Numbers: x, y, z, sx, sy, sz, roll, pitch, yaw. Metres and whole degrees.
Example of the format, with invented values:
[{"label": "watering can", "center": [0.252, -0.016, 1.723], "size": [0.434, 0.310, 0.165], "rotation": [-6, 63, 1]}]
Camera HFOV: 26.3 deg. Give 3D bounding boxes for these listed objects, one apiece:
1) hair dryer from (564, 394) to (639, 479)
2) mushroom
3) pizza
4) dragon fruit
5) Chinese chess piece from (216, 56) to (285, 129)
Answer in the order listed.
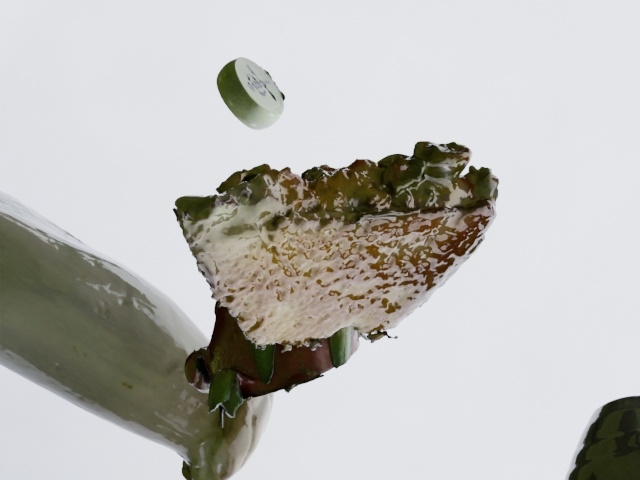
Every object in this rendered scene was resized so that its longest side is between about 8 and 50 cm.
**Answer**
[{"label": "hair dryer", "center": [0.292, 0.308, 0.956], "size": [0.121, 0.361, 0.301], "rotation": [-26, -140, 32]}, {"label": "mushroom", "center": [-0.224, 0.063, 1.193], "size": [0.137, 0.407, 0.154], "rotation": [-56, -167, -13]}, {"label": "pizza", "center": [0.000, 0.000, 0.830], "size": [0.069, 0.226, 0.147], "rotation": [62, -34, 35]}, {"label": "dragon fruit", "center": [-0.034, 0.054, 1.014], "size": [0.138, 0.142, 0.175], "rotation": [-8, -106, 10]}, {"label": "Chinese chess piece", "center": [-0.076, -0.160, 1.489], "size": [0.034, 0.084, 0.084], "rotation": [-36, -140, 25]}]
